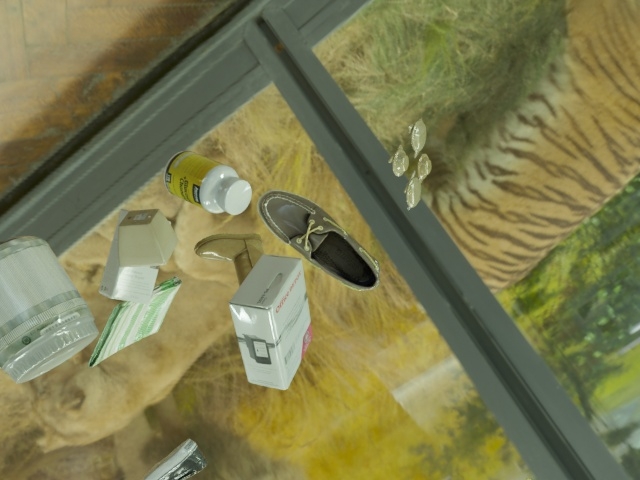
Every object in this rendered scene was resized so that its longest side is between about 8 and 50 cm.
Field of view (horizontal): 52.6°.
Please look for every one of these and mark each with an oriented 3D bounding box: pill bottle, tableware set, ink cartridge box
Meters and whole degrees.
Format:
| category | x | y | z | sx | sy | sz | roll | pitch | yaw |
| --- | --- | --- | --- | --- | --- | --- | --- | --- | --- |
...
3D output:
| category | x | y | z | sx | sy | sz | roll | pitch | yaw |
| --- | --- | --- | --- | --- | --- | --- | --- | --- | --- |
| pill bottle | -0.234 | -0.117 | 1.355 | 0.103 | 0.184 | 0.103 | -31 | 133 | -41 |
| tableware set | 0.195 | -0.159 | 1.352 | 0.141 | 0.020 | 0.169 | -56 | 139 | -32 |
| ink cartridge box | -0.063 | 0.109 | 0.884 | 0.109 | 0.063 | 0.151 | -59 | 149 | -48 |

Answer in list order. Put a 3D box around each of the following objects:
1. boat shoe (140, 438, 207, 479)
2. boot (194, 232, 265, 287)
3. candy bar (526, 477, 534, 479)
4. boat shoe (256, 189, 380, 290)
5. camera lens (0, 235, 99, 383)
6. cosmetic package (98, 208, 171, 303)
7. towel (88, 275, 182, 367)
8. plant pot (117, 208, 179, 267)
| category | x | y | z | sx | sy | sz | roll | pitch | yaw |
| --- | --- | --- | --- | --- | --- | --- | --- | --- | --- |
| boat shoe | -0.316 | 0.498 | 1.351 | 0.228 | 0.076 | 0.080 | -43 | -179 | 23 |
| boot | -0.254 | 0.100 | 2.021 | 0.236 | 0.270 | 0.089 | -9 | 142 | -17 |
| candy bar | 0.262 | 0.403 | 0.894 | 0.040 | 0.018 | 0.162 | 28 | 91 | -30 |
| boat shoe | 0.000 | 0.000 | 1.436 | 0.117 | 0.324 | 0.097 | -51 | -170 | 2 |
| camera lens | -0.648 | 0.144 | 1.424 | 0.219 | 0.274 | 0.219 | -35 | 175 | -3 |
| cosmetic package | -0.490 | 0.043 | 1.712 | 0.117 | 0.085 | 0.231 | 17 | 86 | -44 |
| towel | -0.575 | 0.251 | 2.045 | 0.248 | 0.038 | 0.325 | -59 | 169 | 21 |
| plant pot | -0.392 | -0.011 | 1.441 | 0.109 | 0.109 | 0.096 | -4 | 120 | 9 |
